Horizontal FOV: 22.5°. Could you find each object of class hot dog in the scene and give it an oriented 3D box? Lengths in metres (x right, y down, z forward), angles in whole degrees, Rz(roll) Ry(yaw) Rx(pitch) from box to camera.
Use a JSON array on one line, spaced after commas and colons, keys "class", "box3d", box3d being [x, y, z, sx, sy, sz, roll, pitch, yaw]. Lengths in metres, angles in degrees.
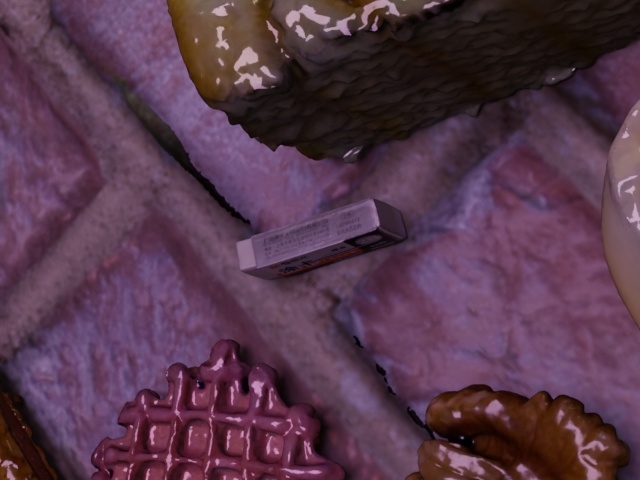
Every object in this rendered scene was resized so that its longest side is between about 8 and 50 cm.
[{"class": "hot dog", "box3d": [-0.279, 0.168, 1.328, 0.088, 0.061, 0.286, -40, 67, 18]}]

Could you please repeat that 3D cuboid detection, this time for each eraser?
[{"class": "eraser", "box3d": [0.000, 0.000, 1.227, 0.122, 0.052, 0.029, -18, 72, 22]}]

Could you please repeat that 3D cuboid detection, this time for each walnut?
[{"class": "walnut", "box3d": [0.144, 0.170, 1.113, 0.170, 0.069, 0.143, 22, 95, 31]}]

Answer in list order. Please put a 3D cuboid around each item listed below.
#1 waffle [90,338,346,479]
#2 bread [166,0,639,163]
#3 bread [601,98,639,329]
[{"class": "waffle", "box3d": [-0.079, 0.205, 1.225, 0.221, 0.055, 0.234, -44, 65, 13]}, {"class": "bread", "box3d": [0.088, -0.240, 1.126, 0.395, 0.239, 0.264, -23, 71, 19]}, {"class": "bread", "box3d": [0.360, -0.079, 0.943, 0.424, 0.245, 0.329, -42, 103, 16]}]
